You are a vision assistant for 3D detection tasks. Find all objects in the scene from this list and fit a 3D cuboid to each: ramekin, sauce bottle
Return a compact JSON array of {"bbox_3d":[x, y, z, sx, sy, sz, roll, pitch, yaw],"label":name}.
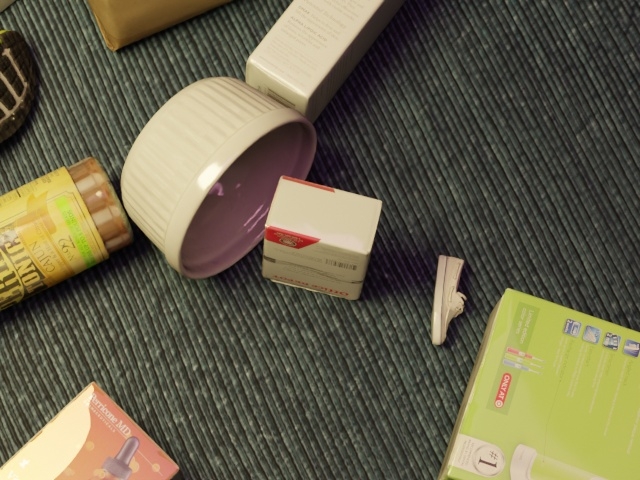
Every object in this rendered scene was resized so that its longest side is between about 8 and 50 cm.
[{"bbox_3d":[-0.111,-0.071,1.655,0.109,0.207,0.207,39,76,20],"label":"ramekin"},{"bbox_3d":[-0.365,0.031,1.660,0.344,0.111,0.111,-28,76,-8],"label":"sauce bottle"}]

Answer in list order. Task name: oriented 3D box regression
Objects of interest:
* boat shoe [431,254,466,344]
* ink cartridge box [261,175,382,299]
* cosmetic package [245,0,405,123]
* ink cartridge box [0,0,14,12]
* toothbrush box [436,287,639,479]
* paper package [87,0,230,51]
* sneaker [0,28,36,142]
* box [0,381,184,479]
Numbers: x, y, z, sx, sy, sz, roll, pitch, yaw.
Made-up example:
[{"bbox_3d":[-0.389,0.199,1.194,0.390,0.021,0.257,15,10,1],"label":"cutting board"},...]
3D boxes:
[{"bbox_3d":[0.138,0.064,1.708,0.035,0.035,0.100,7,67,3],"label":"boat shoe"},{"bbox_3d":[0.000,0.000,1.661,0.109,0.150,0.063,14,69,2],"label":"ink cartridge box"},{"bbox_3d":[0.017,-0.241,1.751,0.085,0.117,0.231,33,74,6],"label":"cosmetic package"},{"bbox_3d":[-0.425,-0.286,1.768,0.175,0.072,0.127,-43,79,-13],"label":"ink cartridge box"},{"bbox_3d":[0.283,0.199,1.628,0.283,0.122,0.206,18,73,4],"label":"toothbrush box"},{"bbox_3d":[-0.154,-0.419,1.770,0.324,0.168,0.309,-25,77,-10],"label":"paper package"},{"bbox_3d":[-0.424,-0.124,1.701,0.121,0.111,0.300,17,53,37],"label":"sneaker"},{"bbox_3d":[-0.242,0.251,1.607,0.130,0.091,0.170,43,77,10],"label":"box"}]
